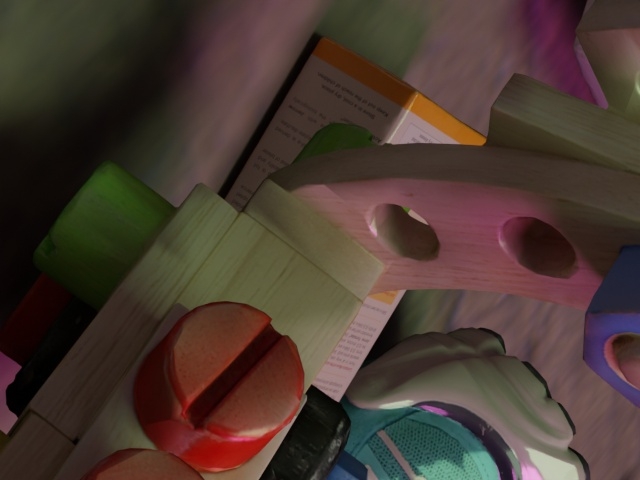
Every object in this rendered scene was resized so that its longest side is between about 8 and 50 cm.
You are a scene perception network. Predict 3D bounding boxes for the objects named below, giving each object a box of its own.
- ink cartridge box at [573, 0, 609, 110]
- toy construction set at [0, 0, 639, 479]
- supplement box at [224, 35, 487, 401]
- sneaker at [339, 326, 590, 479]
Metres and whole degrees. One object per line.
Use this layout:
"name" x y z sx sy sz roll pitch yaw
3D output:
"ink cartridge box" 0.163 -0.125 0.692 0.189 0.066 0.232 46 58 -62
"toy construction set" -0.023 0.054 0.367 0.327 0.151 0.215 -38 174 -33
"supplement box" 0.000 0.000 0.545 0.098 0.036 0.062 -59 154 3
"sneaker" 0.006 0.145 0.679 0.110 0.107 0.275 -15 130 -27
